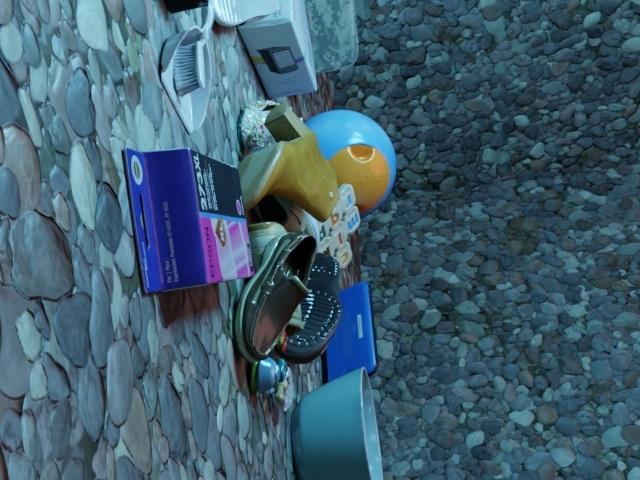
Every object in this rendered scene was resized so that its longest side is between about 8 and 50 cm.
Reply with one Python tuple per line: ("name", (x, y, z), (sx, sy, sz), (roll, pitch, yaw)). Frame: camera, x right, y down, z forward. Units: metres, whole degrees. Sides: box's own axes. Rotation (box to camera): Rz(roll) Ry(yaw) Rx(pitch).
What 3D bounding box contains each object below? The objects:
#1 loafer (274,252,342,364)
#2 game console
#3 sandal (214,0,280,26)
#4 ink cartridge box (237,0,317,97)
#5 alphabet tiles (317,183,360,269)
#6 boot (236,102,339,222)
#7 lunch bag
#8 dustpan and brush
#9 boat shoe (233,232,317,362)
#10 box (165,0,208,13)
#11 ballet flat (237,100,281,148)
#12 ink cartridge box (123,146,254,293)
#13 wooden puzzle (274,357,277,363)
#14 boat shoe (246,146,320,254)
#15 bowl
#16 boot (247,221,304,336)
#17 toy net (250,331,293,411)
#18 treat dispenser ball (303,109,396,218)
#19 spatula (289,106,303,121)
("loafer", (-0.022, 0.159, 1.804), (0.366, 0.134, 0.130), (-69, 172, -62))
("game console", (0.086, 0.306, 2.415), (0.173, 0.250, 0.293), (36, 38, -42))
("sandal", (-0.169, -0.470, 1.678), (0.102, 0.076, 0.265), (65, 32, -13))
("ink cartridge box", (-0.102, -0.505, 1.981), (0.306, 0.131, 0.226), (62, 21, -66))
("alphabet tiles", (0.000, 0.000, 1.998), (0.284, 0.021, 0.278), (-50, 142, -30))
("boot", (-0.050, -0.101, 1.604), (0.211, 0.104, 0.295), (52, 38, -30))
("lunch bag", (-0.030, -0.637, 2.410), (0.256, 0.213, 0.305), (-119, -163, -58))
("dustpan and brush", (-0.188, -0.286, 1.285), (0.147, 0.060, 0.211), (70, 14, -59))
("boat shoe", (-0.068, 0.085, 1.436), (0.095, 0.095, 0.257), (45, 45, -35))
("box", (-0.205, -0.388, 1.260), (0.083, 0.062, 0.052), (73, 10, -53))
("ballet flat", (-0.117, -0.250, 1.764), (0.241, 0.077, 0.091), (-80, 161, -68))
("ink cartridge box", (-0.167, -0.026, 1.160), (0.371, 0.069, 0.175), (-1, 83, -81))
("wooden puzzle", (-0.084, 0.274, 1.684), (0.049, 0.006, 0.083), (31, 51, -81))
("boat shoe", (-0.088, -0.054, 1.747), (0.094, 0.109, 0.302), (-75, 149, -41))
("bowl", (0.034, 0.433, 1.814), (0.311, 0.163, 0.311), (-9, 90, -83))
("boot", (-0.070, 0.084, 1.632), (0.262, 0.095, 0.203), (35, 45, -72))
("toy net", (-0.083, 0.238, 1.550), (0.232, 0.045, 0.122), (77, 15, -65))
("treat dispenser ball", (0.050, -0.189, 2.180), (0.288, 0.288, 0.288), (-8, 90, -83))
("spatula", (-0.078, -0.171, 1.914), (0.168, 0.019, 0.242), (20, 84, -79))
